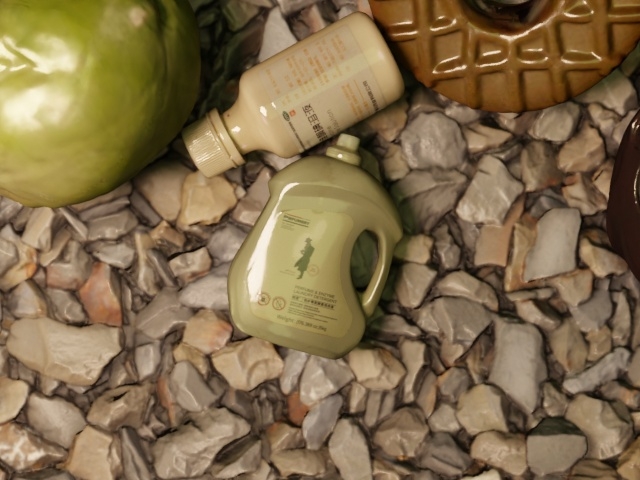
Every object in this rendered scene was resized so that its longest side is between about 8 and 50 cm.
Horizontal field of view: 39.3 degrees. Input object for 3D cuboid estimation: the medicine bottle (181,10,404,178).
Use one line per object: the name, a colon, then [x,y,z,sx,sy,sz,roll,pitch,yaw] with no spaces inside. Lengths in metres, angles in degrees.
medicine bottle: [-0.036,-0.157,1.025,0.252,0.114,0.114,-27,94,3]

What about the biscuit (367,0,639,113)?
biscuit: [0.199,-0.293,0.958,0.332,0.103,0.332,10,127,13]

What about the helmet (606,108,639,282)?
helmet: [0.431,-0.068,1.005,0.225,0.177,0.305,13,85,-8]

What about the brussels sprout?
brussels sprout: [-0.274,-0.167,0.943,0.316,0.274,0.243,-26,115,2]

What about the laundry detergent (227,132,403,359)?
laundry detergent: [0.000,0.000,1.048,0.181,0.091,0.253,18,93,-3]
